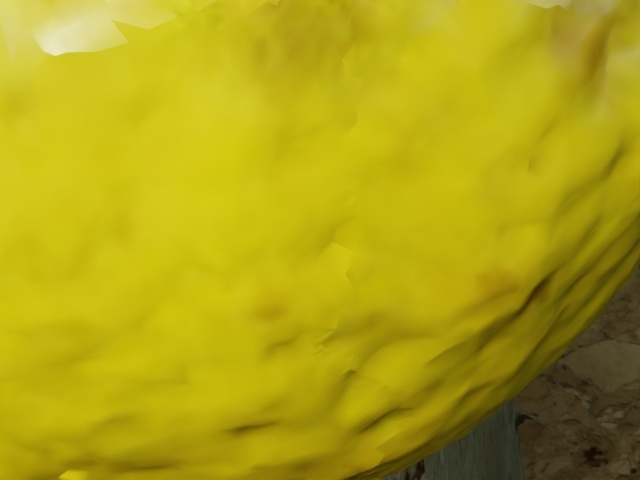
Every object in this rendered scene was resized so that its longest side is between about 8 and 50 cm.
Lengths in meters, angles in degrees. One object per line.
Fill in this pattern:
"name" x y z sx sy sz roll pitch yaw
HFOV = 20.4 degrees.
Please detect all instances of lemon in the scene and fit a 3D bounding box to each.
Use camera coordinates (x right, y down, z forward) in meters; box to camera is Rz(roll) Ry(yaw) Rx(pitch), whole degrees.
"lemon" -0.058 -0.085 0.481 0.387 0.349 0.350 110 -14 -60
